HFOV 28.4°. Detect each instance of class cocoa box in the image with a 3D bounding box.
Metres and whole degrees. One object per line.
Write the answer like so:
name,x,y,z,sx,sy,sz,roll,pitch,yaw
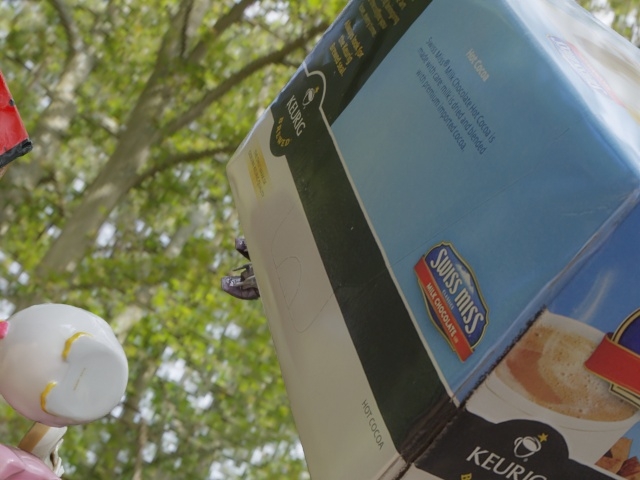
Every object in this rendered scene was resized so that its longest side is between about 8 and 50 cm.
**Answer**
cocoa box,0.119,0.008,0.719,0.231,0.347,0.228,27,-66,-28

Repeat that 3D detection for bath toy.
bath toy,-0.292,0.195,0.995,0.129,0.348,0.151,20,-17,43

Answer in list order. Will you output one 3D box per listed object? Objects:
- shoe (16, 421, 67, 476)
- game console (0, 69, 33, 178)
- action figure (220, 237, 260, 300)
shoe,-0.268,0.232,1.188,0.058,0.076,0.219,28,-49,-2
game console,-0.290,-0.058,0.940,0.085,0.144,0.124,-11,-70,26
action figure,0.000,0.000,1.707,0.285,0.185,0.099,-24,-40,36
